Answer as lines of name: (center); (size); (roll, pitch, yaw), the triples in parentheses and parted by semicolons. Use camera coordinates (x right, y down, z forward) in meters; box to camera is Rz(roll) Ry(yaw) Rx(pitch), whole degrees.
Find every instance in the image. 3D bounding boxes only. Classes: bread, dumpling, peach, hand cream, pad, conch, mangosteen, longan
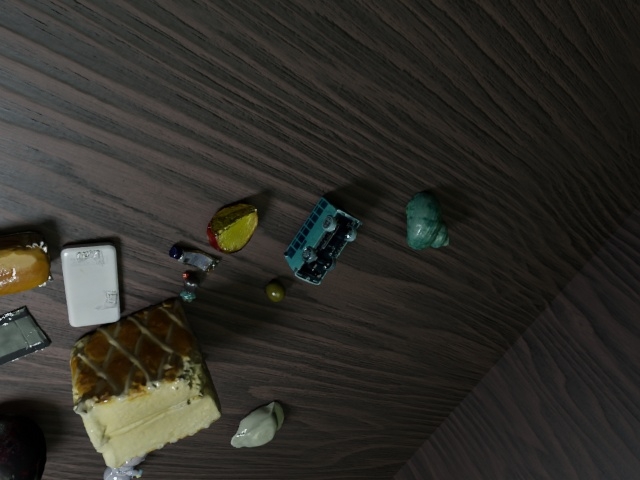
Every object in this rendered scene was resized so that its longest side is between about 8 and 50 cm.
bread: (-0.528, 0.412, 1.646); (0.371, 0.390, 0.280); (-19, 123, -14)
dumpling: (-0.252, 0.765, 2.239); (0.250, 0.132, 0.163); (-31, 126, -27)
peach: (-0.265, -0.044, 1.638); (0.172, 0.092, 0.127); (-52, 138, -2)
hand cream: (-0.390, 0.058, 1.685); (0.062, 0.039, 0.163); (-51, 138, 10)
pad: (-0.921, 0.291, 1.563); (0.233, 0.022, 0.174); (-23, 131, -15)
conch: (0.390, -0.049, 1.981); (0.196, 0.134, 0.202); (-47, 132, 11)
bread: (-0.817, 0.068, 1.394); (0.241, 0.107, 0.136); (-12, 126, -23)
mangosteen: (-0.979, 0.664, 1.639); (0.300, 0.300, 0.300); (-16, 130, -19)
longan: (-0.160, 0.176, 1.887); (0.083, 0.075, 0.075); (-2, 139, 25)

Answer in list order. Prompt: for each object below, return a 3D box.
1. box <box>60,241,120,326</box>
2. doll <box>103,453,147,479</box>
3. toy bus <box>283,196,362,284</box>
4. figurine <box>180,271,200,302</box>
box: (-0.656, 0.131, 1.578); (0.142, 0.044, 0.285); (-6, 127, -24)
doll: (-0.712, 0.796, 1.988); (0.150, 0.151, 0.287); (6, 123, -33)
toy bus: (0.000, 0.000, 1.785); (0.128, 0.147, 0.256); (26, 103, -39)
figurine: (-0.415, 0.150, 1.734); (0.060, 0.047, 0.106); (26, 122, 4)
